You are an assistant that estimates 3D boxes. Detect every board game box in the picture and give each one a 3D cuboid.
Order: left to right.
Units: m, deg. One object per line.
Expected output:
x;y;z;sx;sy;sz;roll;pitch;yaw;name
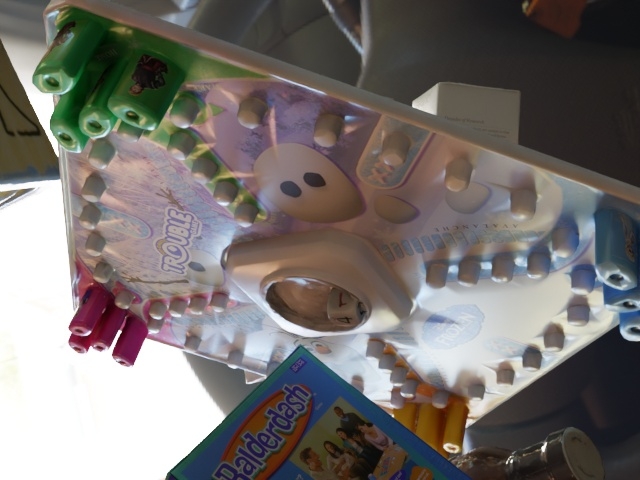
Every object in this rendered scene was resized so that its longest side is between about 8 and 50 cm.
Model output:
-0.004;0.046;0.524;0.390;0.390;0.050;116;170;-56;board game box
0.016;0.192;0.517;0.210;0.160;0.047;37;133;14;board game box

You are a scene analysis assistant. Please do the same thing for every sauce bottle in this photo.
0.172;0.314;0.852;0.344;0.111;0.111;-40;59;40;sauce bottle

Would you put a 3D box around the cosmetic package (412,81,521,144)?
0.249;-0.166;1.260;0.151;0.151;0.184;171;102;-79;cosmetic package

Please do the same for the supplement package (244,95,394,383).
0.000;0.000;0.784;0.204;0.145;0.262;-33;65;49;supplement package

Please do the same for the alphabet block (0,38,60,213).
-0.404;-0.106;0.690;0.197;0.193;0.192;65;-170;-2;alphabet block
